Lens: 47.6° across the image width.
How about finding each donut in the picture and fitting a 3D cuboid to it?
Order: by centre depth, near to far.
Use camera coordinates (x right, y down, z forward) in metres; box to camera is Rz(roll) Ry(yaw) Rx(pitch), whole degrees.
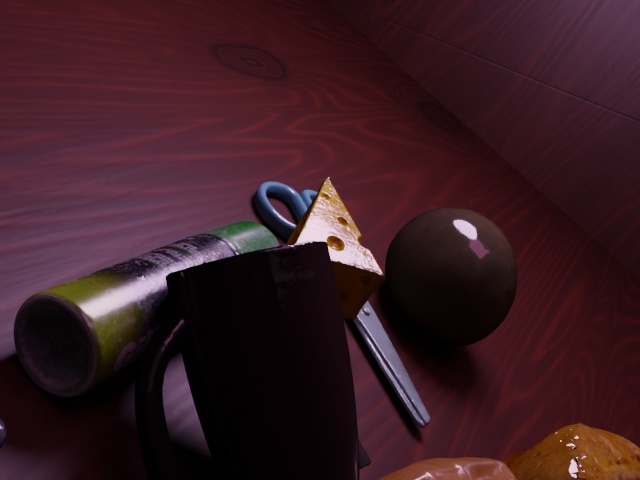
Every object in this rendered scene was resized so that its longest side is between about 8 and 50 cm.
[{"bbox_3d":[0.345,0.360,0.823,0.317,0.150,0.299,21,34,-34],"label":"donut"}]

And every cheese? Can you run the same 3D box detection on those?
[{"bbox_3d":[0.000,0.000,0.963,0.126,0.093,0.171,15,40,-18],"label":"cheese"}]

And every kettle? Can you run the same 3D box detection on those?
[{"bbox_3d":[-0.055,0.130,0.618,0.202,0.144,0.232,-8,81,-38],"label":"kettle"}]

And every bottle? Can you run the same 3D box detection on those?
[{"bbox_3d":[-0.149,0.050,0.731,0.093,0.093,0.330,44,26,9],"label":"bottle"}]

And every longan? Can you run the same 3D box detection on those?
[{"bbox_3d":[0.193,0.046,1.085,0.197,0.196,0.220,23,27,-30],"label":"longan"}]

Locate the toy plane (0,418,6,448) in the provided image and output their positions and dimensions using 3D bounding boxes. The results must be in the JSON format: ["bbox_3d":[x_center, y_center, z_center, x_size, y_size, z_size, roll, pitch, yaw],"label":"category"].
[{"bbox_3d":[-0.302,0.112,0.445,0.169,0.078,0.246,-26,61,-32],"label":"toy plane"}]

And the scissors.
[{"bbox_3d":[0.042,0.073,1.021,0.193,0.029,0.447,14,35,-41],"label":"scissors"}]

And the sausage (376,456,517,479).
[{"bbox_3d":[0.108,0.271,0.677,0.241,0.136,0.120,13,34,-50],"label":"sausage"}]
